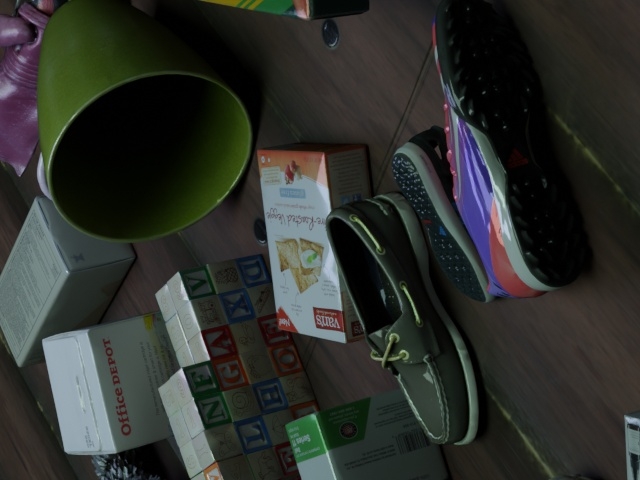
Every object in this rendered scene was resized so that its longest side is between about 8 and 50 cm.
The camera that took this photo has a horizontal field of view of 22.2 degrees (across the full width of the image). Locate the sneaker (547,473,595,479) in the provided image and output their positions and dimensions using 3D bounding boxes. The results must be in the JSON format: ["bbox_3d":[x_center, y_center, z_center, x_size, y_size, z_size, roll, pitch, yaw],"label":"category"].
[{"bbox_3d":[0.242,0.380,1.689,0.107,0.118,0.279,8,107,56],"label":"sneaker"}]

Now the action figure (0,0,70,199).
[{"bbox_3d":[-0.422,-0.254,2.377,0.275,0.248,0.370,56,145,29],"label":"action figure"}]

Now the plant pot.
[{"bbox_3d":[-0.269,-0.194,2.178,0.293,0.275,0.274,-121,36,-43],"label":"plant pot"}]

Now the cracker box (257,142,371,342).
[{"bbox_3d":[0.000,0.000,1.981,0.156,0.067,0.232,6,106,57],"label":"cracker box"}]

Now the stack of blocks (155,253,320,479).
[{"bbox_3d":[-0.116,0.181,2.124,0.087,0.171,0.297,-40,67,54],"label":"stack of blocks"}]

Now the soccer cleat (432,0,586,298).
[{"bbox_3d":[0.167,-0.092,1.660,0.116,0.109,0.318,-25,83,56],"label":"soccer cleat"}]

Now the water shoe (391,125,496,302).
[{"bbox_3d":[0.154,-0.027,1.737,0.073,0.080,0.203,11,135,59],"label":"water shoe"}]

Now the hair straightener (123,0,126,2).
[{"bbox_3d":[-0.284,-0.285,2.338,0.089,0.047,0.230,-5,96,58],"label":"hair straightener"}]

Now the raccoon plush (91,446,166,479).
[{"bbox_3d":[-0.244,0.368,2.372,0.446,0.216,0.299,56,134,30],"label":"raccoon plush"}]

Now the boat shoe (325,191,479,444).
[{"bbox_3d":[0.090,0.095,1.850,0.109,0.091,0.305,-36,71,55],"label":"boat shoe"}]

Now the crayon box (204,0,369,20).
[{"bbox_3d":[-0.073,-0.358,1.784,0.318,0.081,0.202,20,117,54],"label":"crayon box"}]

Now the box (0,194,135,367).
[{"bbox_3d":[-0.414,0.060,2.585,0.148,0.121,0.311,64,145,20],"label":"box"}]

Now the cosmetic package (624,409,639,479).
[{"bbox_3d":[0.380,0.221,1.478,0.239,0.060,0.098,10,110,56],"label":"cosmetic package"}]

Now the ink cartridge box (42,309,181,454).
[{"bbox_3d":[-0.236,0.186,2.251,0.168,0.233,0.171,-15,87,57],"label":"ink cartridge box"}]

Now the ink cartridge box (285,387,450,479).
[{"bbox_3d":[0.067,0.289,1.896,0.087,0.153,0.208,-30,74,57],"label":"ink cartridge box"}]
